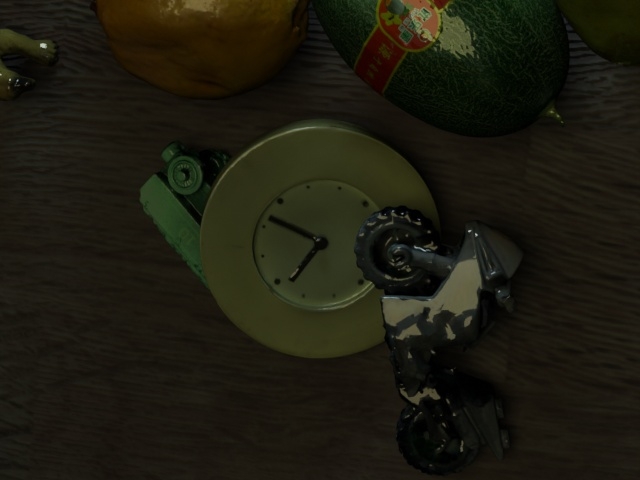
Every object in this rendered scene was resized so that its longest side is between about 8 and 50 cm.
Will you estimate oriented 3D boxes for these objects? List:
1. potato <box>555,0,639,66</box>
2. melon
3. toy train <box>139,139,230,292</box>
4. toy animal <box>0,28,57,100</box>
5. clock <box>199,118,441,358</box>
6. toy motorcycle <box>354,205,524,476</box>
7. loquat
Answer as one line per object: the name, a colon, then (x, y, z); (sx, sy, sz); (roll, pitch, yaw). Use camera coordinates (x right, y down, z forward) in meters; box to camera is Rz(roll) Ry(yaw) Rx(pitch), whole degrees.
potato: (0.298, -0.274, 1.663); (0.148, 0.186, 0.253); (34, 126, 55)
melon: (0.115, -0.200, 1.733); (0.287, 0.182, 0.182); (38, 105, 11)
toy train: (-0.109, -0.018, 1.885); (0.172, 0.070, 0.099); (49, 115, 10)
toy animal: (-0.366, -0.205, 1.945); (0.218, 0.101, 0.103); (42, 104, 13)
clock: (0.000, 0.000, 1.820); (0.235, 0.029, 0.235); (-1, 108, -2)
toy motorcycle: (0.128, 0.089, 1.786); (0.159, 0.106, 0.270); (-12, 105, 8)
loquat: (-0.117, -0.230, 1.809); (0.234, 0.176, 0.187); (5, 130, 30)
